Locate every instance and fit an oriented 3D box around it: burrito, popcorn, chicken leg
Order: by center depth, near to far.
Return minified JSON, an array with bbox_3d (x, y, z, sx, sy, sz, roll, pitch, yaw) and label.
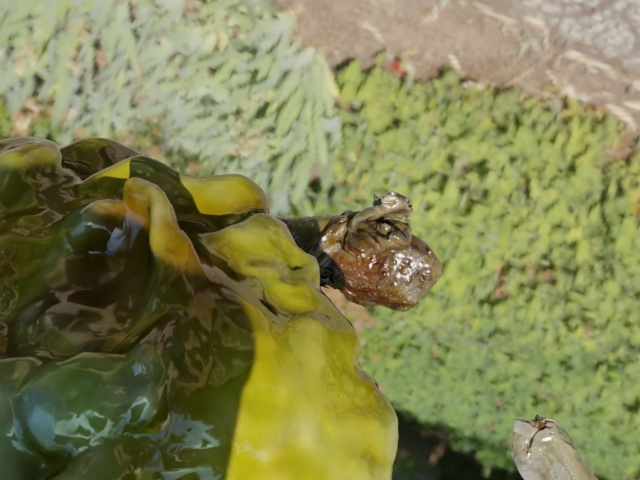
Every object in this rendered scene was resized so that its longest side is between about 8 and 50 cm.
[{"bbox_3d":[-0.140,0.087,0.715,0.334,0.292,0.294,36,151,60],"label":"popcorn"},{"bbox_3d":[0.003,0.003,0.922,0.196,0.080,0.125,6,160,26],"label":"chicken leg"},{"bbox_3d":[0.225,0.232,0.980,0.188,0.058,0.045,58,161,6],"label":"burrito"}]
